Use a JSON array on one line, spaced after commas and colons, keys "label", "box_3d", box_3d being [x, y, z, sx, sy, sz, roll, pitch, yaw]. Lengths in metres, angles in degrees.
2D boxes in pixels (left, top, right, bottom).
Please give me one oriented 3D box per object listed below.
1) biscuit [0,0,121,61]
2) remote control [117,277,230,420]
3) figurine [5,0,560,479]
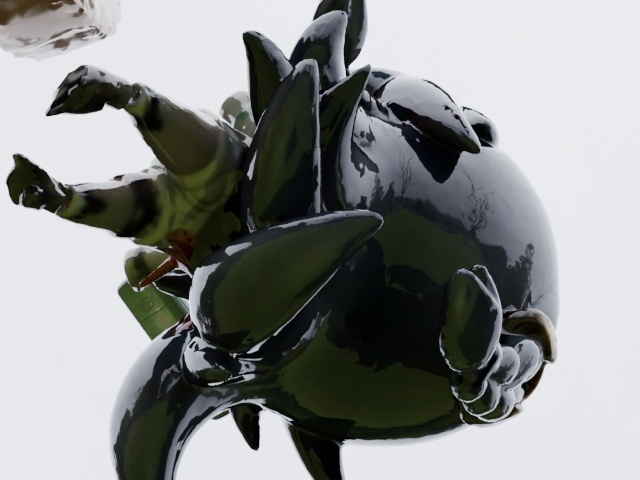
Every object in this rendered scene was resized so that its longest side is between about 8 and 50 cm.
[{"label": "biscuit", "box_3d": [-0.199, -0.235, 0.639, 0.062, 0.385, 0.365, -34, -94, 4]}, {"label": "remote control", "box_3d": [-0.099, 0.073, 1.139, 0.124, 0.018, 0.053, 53, -43, -1]}, {"label": "figurine", "box_3d": [0.001, 0.007, 0.656, 0.175, 0.265, 0.197, -32, -93, 27]}]
